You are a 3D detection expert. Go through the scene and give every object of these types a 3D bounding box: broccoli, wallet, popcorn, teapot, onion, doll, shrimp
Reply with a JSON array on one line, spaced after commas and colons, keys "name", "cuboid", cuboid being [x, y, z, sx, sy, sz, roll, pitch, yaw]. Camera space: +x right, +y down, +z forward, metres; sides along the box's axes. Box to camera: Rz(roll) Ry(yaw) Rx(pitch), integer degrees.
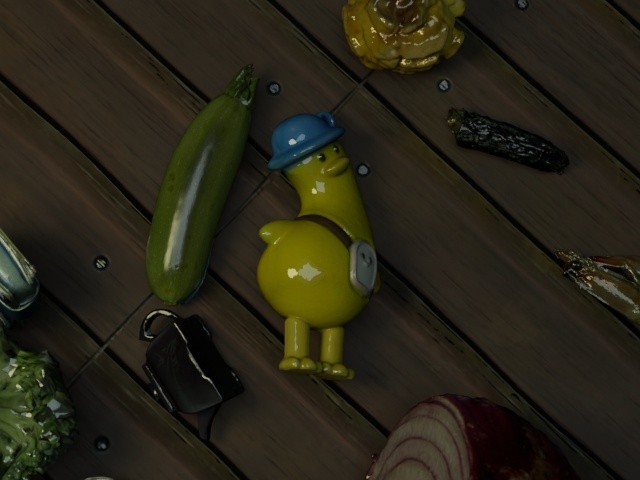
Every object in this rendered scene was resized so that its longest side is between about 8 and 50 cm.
[{"name": "broccoli", "cuboid": [-0.475, 0.230, 1.366, 0.375, 0.302, 0.249, 9, 118, -7]}, {"name": "wallet", "cuboid": [-0.399, 0.033, 1.435, 0.059, 0.202, 0.141, -37, 86, -19]}, {"name": "popcorn", "cuboid": [0.115, -0.294, 1.563, 0.167, 0.152, 0.148, -15, 54, -5]}, {"name": "teapot", "cuboid": [-0.176, 0.170, 1.489, 0.096, 0.087, 0.177, -34, 83, 14]}, {"name": "onion", "cuboid": [0.200, 0.363, 1.381, 0.260, 0.282, 0.337, 21, 68, -20]}, {"name": "doll", "cuboid": [0.000, 0.000, 1.512, 0.199, 0.145, 0.363, 19, 65, -40]}, {"name": "shrimp", "cuboid": [0.402, 0.055, 1.566, 0.190, 0.042, 0.101, 23, 59, 1]}]

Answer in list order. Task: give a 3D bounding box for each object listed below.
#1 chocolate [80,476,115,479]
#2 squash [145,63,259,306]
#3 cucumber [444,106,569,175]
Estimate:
[{"name": "chocolate", "cuboid": [-0.322, 0.410, 1.433, 0.254, 0.080, 0.157, -33, 69, -10]}, {"name": "squash", "cuboid": [-0.159, -0.080, 1.529, 0.094, 0.094, 0.341, 18, 82, 0]}, {"name": "cucumber", "cuboid": [0.255, -0.134, 1.586, 0.181, 0.053, 0.053, 17, 79, -3]}]
